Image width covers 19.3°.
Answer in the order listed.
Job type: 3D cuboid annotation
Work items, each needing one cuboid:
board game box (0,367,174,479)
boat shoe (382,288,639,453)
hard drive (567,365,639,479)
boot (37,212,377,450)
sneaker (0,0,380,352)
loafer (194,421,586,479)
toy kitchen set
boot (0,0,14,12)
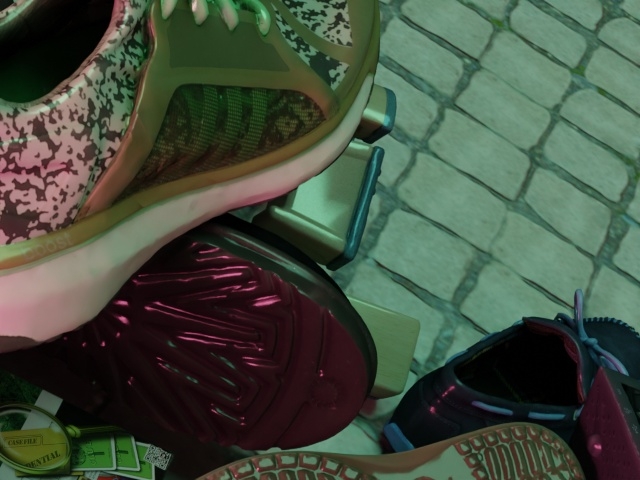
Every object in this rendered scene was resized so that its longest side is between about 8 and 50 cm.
[{"bbox_3d":[-0.176,0.173,0.990,0.136,0.030,0.260,25,36,-3],"label":"board game box"},{"bbox_3d":[0.157,0.099,1.276,0.109,0.089,0.258,46,37,18],"label":"boat shoe"},{"bbox_3d":[0.191,0.216,1.087,0.054,0.172,0.255,2,42,-13],"label":"hard drive"},{"bbox_3d":[-0.093,-0.031,1.170,0.348,0.131,0.260,25,34,10],"label":"boot"},{"bbox_3d":[-0.090,-0.104,1.002,0.158,0.182,0.410,23,40,23],"label":"sneaker"},{"bbox_3d":[0.026,0.176,1.092,0.268,0.092,0.102,-6,57,-20],"label":"loafer"},{"bbox_3d":[0.000,0.000,1.303,0.122,0.166,0.207,21,74,-15],"label":"toy kitchen set"},{"bbox_3d":[-0.298,-0.103,1.160,0.198,0.137,0.077,-27,101,-48],"label":"boot"}]
